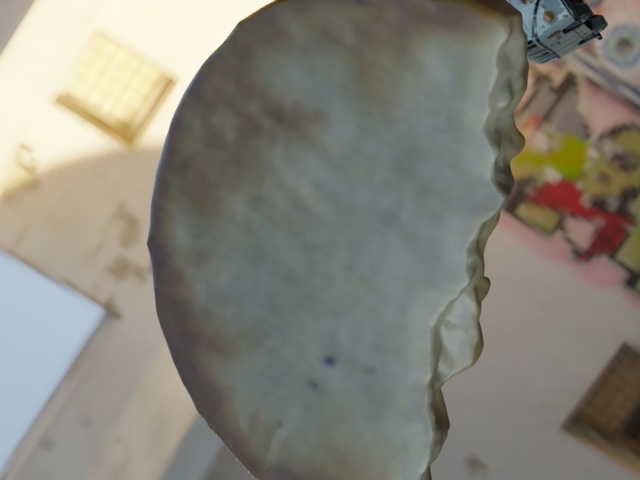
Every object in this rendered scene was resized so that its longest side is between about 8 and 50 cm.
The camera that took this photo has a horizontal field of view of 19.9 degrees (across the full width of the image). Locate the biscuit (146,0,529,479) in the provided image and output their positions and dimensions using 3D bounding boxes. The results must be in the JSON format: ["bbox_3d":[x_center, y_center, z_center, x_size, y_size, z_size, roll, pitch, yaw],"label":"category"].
[{"bbox_3d":[0.000,0.000,0.964,0.204,0.309,0.040,20,-157,26],"label":"biscuit"}]

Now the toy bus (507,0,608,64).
[{"bbox_3d":[0.205,-0.215,1.703,0.087,0.089,0.194,59,-167,7],"label":"toy bus"}]
